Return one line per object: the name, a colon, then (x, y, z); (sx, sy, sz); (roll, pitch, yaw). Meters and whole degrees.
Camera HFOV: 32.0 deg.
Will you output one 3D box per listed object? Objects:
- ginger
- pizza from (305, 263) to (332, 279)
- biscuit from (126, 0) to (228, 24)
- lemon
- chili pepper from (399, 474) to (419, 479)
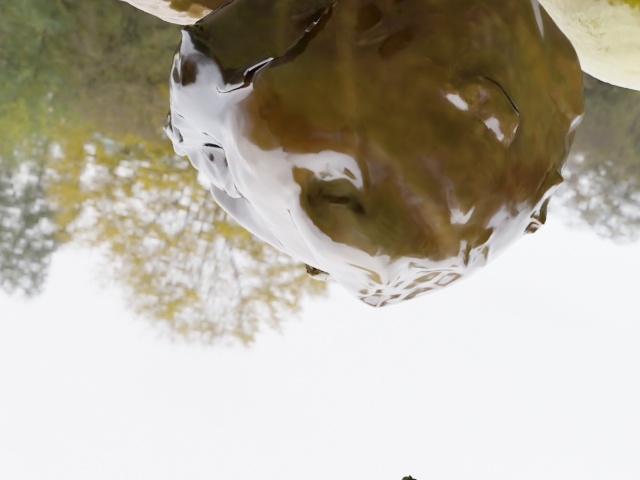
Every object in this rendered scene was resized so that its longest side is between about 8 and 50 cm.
ginger: (0.038, -0.073, 0.683); (0.223, 0.200, 0.269); (45, 170, 3)
pizza: (0.001, 0.000, 1.102); (0.025, 0.078, 0.083); (-16, -171, 21)
biscuit: (-0.152, -0.308, 0.978); (0.376, 0.269, 0.051); (2, 157, -36)
lemon: (0.317, -0.263, 1.077); (0.236, 0.236, 0.263); (16, -162, 3)
chili pepper: (0.082, 0.191, 0.836); (0.083, 0.022, 0.027); (29, -166, -38)
